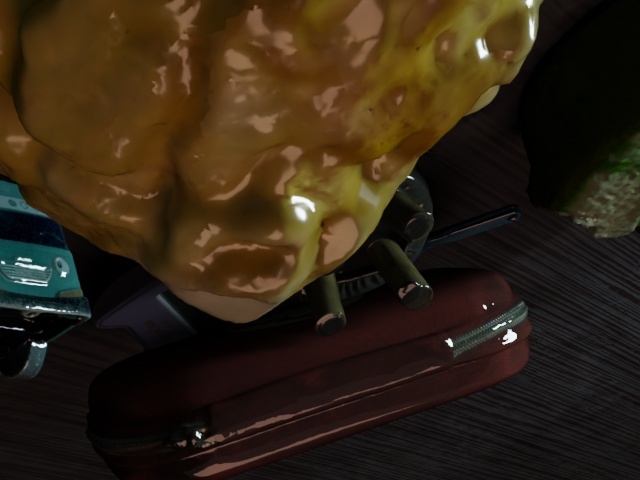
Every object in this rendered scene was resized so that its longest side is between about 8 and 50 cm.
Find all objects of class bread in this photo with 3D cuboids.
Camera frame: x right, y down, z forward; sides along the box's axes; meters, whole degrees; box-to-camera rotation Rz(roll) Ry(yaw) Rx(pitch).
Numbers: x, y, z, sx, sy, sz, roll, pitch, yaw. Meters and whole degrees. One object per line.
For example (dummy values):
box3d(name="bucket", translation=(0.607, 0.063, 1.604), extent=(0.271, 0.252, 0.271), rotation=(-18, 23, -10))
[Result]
box3d(name="bread", translation=(0.360, -0.112, 1.461), extent=(0.381, 0.129, 0.366), rotation=(-21, 154, 4))

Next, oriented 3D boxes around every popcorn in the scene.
box3d(name="popcorn", translation=(-0.064, -0.158, 0.829), extent=(0.354, 0.344, 0.390), rotation=(-11, 129, 32))

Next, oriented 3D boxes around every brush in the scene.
box3d(name="brush", translation=(0.122, -0.002, 1.637), extent=(0.164, 0.014, 0.051), rotation=(-20, 155, -2))

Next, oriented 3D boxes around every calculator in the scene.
box3d(name="calculator", translation=(-0.060, 0.024, 1.534), extent=(0.294, 0.043, 0.194), rotation=(-26, 153, 4))

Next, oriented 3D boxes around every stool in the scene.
box3d(name="stool", translation=(0.005, 0.004, 1.384), extent=(0.153, 0.139, 0.228), rotation=(25, 117, -39))

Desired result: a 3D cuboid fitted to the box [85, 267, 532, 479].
box3d(name="box", translation=(-0.012, 0.116, 1.479), extent=(0.403, 0.108, 0.263), rotation=(-17, -175, -18))

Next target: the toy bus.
box3d(name="toy bus", translation=(-0.308, 0.055, 1.289), extent=(0.256, 0.147, 0.128), rotation=(-33, 153, 34))
